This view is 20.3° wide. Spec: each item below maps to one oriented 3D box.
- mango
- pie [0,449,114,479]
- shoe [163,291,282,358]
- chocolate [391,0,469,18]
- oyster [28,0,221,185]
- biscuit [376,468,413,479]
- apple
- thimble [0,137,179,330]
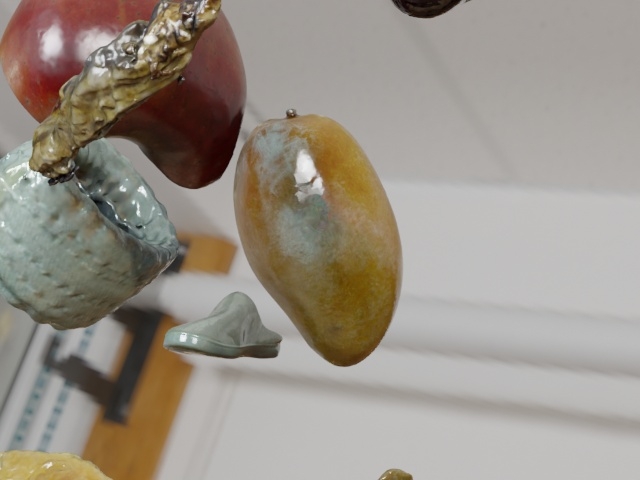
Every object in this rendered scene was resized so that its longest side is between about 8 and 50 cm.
[{"bbox_3d":[0.000,0.000,2.551,0.221,0.384,0.199,-16,9,-8],"label":"mango"},{"bbox_3d":[-0.275,0.287,1.339,0.339,0.339,0.083,8,-48,25],"label":"pie"},{"bbox_3d":[-0.107,0.096,2.035,0.079,0.078,0.195,4,-5,30],"label":"shoe"},{"bbox_3d":[0.121,-0.253,1.531,0.149,0.080,0.125,-17,-69,6],"label":"chocolate"},{"bbox_3d":[-0.205,-0.165,1.790,0.078,0.128,0.345,36,-40,-18],"label":"oyster"},{"bbox_3d":[0.066,0.345,2.220,0.018,0.147,0.071,19,-27,51],"label":"biscuit"},{"bbox_3d":[-0.260,-0.245,2.453,0.295,0.365,0.328,-17,-51,6],"label":"apple"},{"bbox_3d":[-0.295,-0.015,2.069,0.172,0.205,0.250,-35,-37,16],"label":"thimble"}]
